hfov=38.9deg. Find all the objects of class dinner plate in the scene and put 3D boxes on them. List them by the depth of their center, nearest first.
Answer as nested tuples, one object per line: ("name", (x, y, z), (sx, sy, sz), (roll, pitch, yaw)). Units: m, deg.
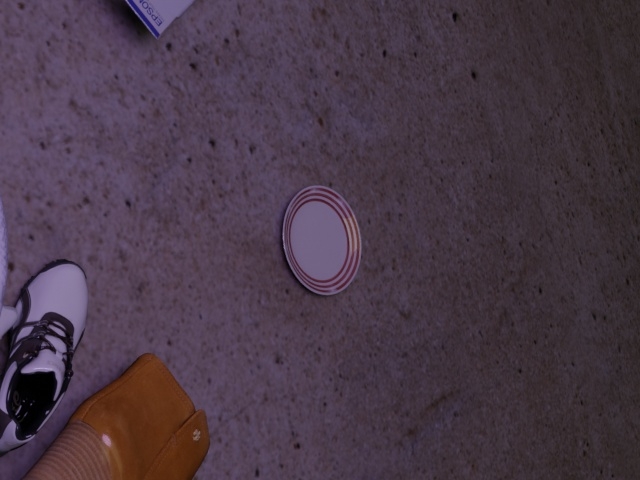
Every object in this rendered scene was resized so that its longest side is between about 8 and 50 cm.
("dinner plate", (0.000, 0.000, 1.159), (0.141, 0.017, 0.141), (8, 79, -44))

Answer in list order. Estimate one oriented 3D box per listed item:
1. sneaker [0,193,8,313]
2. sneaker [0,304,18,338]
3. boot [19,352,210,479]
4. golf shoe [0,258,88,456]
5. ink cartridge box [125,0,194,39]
("sneaker", (-0.354, 0.109, 0.652), (0.210, 0.137, 0.366), (12, 86, -20))
("sneaker", (-0.343, 0.001, 0.787), (0.115, 0.090, 0.232), (-43, 122, -47))
("boot", (-0.169, 0.279, 0.895), (0.211, 0.104, 0.295), (-43, 124, -52))
("golf shoe", (-0.253, 0.106, 0.842), (0.077, 0.093, 0.198), (35, 59, -34))
("ink cartridge box", (-0.163, -0.377, 1.030), (0.165, 0.065, 0.333), (53, 50, -25))
